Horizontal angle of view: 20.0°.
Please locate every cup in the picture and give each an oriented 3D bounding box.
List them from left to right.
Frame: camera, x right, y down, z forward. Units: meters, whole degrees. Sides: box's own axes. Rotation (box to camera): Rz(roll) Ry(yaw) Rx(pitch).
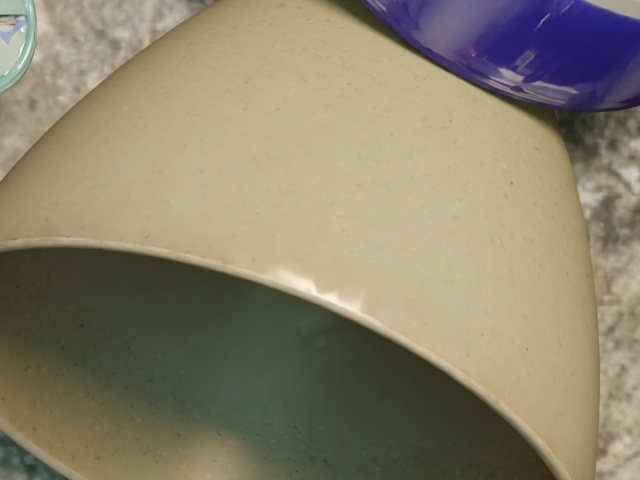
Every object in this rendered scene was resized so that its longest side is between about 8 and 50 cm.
[{"bbox_3d":[0.000,0.000,0.910,0.331,0.331,0.237,23,62,-3],"label":"cup"}]

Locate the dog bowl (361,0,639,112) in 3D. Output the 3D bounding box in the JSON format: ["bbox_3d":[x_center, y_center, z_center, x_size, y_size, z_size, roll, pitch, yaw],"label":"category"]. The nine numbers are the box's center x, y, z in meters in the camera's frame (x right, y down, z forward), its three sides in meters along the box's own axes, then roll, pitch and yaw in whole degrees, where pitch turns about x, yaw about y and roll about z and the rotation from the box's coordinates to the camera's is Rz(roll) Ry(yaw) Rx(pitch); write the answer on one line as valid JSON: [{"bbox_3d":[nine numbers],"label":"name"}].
[{"bbox_3d":[0.111,-0.195,0.865,0.265,0.104,0.265,16,52,-22],"label":"dog bowl"}]

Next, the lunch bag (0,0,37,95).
[{"bbox_3d":[-0.285,-0.151,0.938,0.279,0.108,0.224,-11,89,-24],"label":"lunch bag"}]
